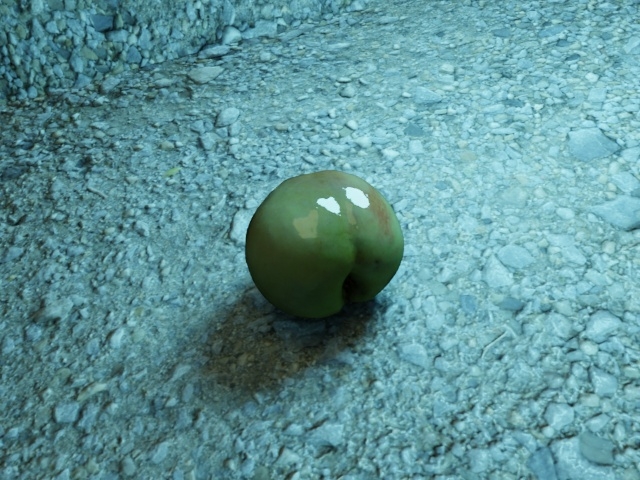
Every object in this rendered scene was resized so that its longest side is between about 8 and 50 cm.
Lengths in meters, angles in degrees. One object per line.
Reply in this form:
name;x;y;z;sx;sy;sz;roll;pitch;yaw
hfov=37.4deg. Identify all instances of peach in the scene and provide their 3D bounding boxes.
peach;0.001;0.000;1.731;0.292;0.247;0.292;-6;61;10
